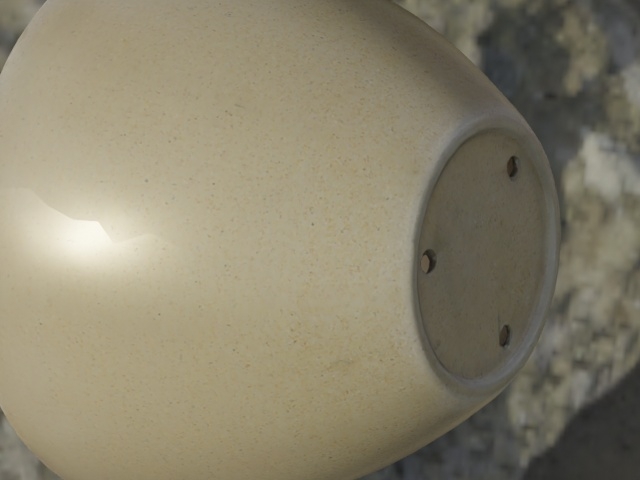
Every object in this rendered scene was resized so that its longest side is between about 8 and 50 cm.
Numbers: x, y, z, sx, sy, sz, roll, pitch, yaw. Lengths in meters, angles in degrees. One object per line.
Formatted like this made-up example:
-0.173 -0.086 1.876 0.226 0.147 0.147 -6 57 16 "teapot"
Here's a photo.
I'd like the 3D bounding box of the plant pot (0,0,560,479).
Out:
0.000 0.000 0.909 0.191 0.284 0.284 7 40 36 "plant pot"
